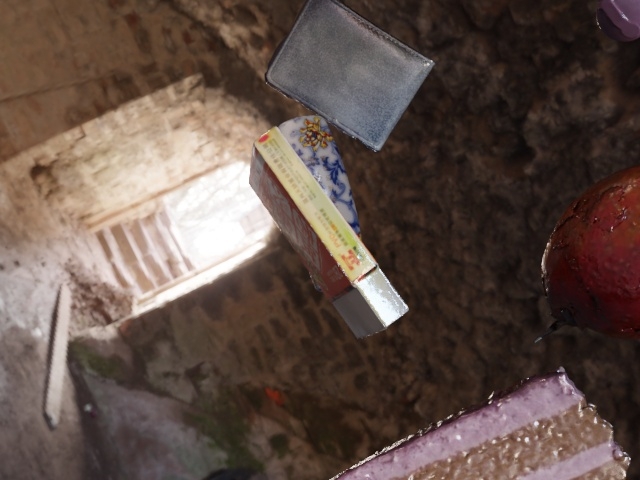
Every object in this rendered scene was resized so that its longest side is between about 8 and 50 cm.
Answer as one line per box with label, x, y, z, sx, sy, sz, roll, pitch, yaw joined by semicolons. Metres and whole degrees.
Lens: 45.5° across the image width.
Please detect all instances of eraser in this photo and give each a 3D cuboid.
eraser;0.000;0.000;0.827;0.230;0.038;0.157;54;-13;4

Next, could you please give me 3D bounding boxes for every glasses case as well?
glasses case;0.002;-0.052;1.067;0.065;0.086;0.248;147;-72;-73

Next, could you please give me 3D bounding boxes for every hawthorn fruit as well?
hawthorn fruit;0.300;0.026;0.762;0.181;0.235;0.181;46;19;-21

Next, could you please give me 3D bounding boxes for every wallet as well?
wallet;0.040;-0.261;1.160;0.222;0.167;0.036;32;15;2

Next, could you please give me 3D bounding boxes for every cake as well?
cake;0.102;0.214;0.631;0.116;0.295;0.112;62;18;13

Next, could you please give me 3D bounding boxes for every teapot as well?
teapot;0.468;-0.371;1.133;0.116;0.146;0.148;3;-54;47
